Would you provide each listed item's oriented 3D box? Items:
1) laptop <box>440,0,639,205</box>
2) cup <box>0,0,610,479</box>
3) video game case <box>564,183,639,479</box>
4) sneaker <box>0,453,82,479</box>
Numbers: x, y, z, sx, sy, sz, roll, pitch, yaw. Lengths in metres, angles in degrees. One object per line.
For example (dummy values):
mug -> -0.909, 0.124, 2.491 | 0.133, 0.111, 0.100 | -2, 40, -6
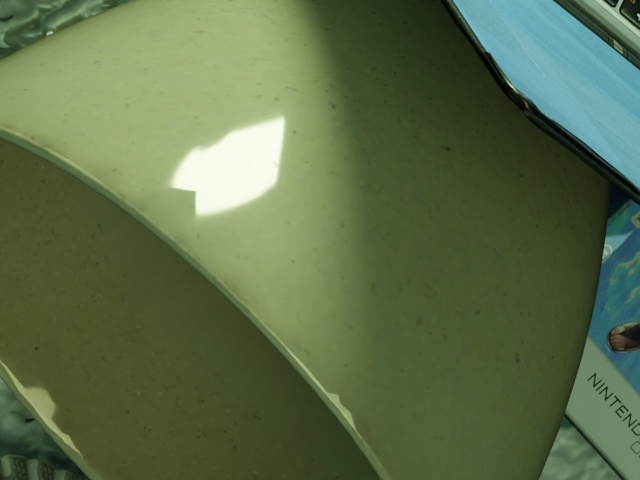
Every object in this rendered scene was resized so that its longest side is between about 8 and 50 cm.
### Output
laptop -> 0.212, -0.137, 0.837 | 0.382, 0.236, 0.408 | 34, 74, -31
cup -> 0.000, 0.000, 0.904 | 0.237, 0.331, 0.331 | -45, 120, -25
video game case -> 0.254, 0.028, 1.109 | 0.269, 0.061, 0.244 | -43, 118, 2
sneaker -> -0.112, 0.206, 1.061 | 0.115, 0.105, 0.281 | -29, 128, 34
